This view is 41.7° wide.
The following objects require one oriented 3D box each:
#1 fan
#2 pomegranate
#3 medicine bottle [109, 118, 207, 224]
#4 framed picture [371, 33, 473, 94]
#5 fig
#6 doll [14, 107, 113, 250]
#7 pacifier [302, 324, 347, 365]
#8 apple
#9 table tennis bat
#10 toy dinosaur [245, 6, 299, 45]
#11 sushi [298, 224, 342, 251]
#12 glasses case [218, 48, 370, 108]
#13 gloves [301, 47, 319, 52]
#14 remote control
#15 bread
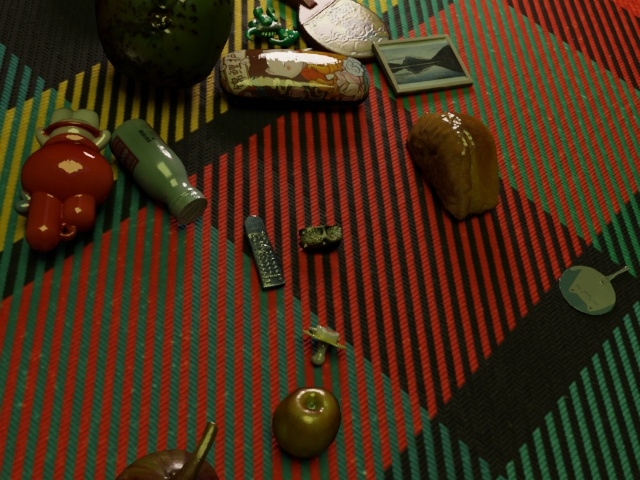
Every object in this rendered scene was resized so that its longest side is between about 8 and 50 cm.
[{"bbox_3d":[0.540,0.085,1.630,0.175,0.005,0.113,-24,62,-25],"label":"fan"},{"bbox_3d":[-0.315,-0.460,1.717,0.285,0.285,0.340,7,20,-7],"label":"pomegranate"},{"bbox_3d":[-0.297,-0.126,1.548,0.090,0.090,0.216,-30,65,-29],"label":"medicine bottle"},{"bbox_3d":[0.231,-0.400,1.902,0.203,0.015,0.150,-11,64,-23],"label":"framed picture"},{"bbox_3d":[-0.205,0.355,1.136,0.175,0.207,0.175,11,56,-17],"label":"fig"},{"bbox_3d":[-0.447,-0.108,1.479,0.161,0.130,0.290,3,59,-10],"label":"doll"},{"bbox_3d":[0.000,0.179,1.418,0.083,0.068,0.064,24,84,-20],"label":"pacifier"},{"bbox_3d":[-0.017,0.279,1.299,0.114,0.102,0.099,-28,63,-30],"label":"apple"},{"bbox_3d":[0.020,-0.510,1.945,0.310,0.038,0.200,36,54,11],"label":"table tennis bat"},{"bbox_3d":[-0.114,-0.467,1.870,0.132,0.059,0.096,-22,66,-35],"label":"toy dinosaur"},{"bbox_3d":[0.000,0.000,1.561,0.083,0.044,0.046,-6,77,-15],"label":"sushi"},{"bbox_3d":[-0.053,-0.340,1.768,0.321,0.082,0.122,0,56,-12],"label":"glasses case"},{"bbox_3d":[-0.029,-0.397,1.853,0.086,0.026,0.064,-18,61,-29],"label":"gloves"},{"bbox_3d":[-0.104,0.021,1.522,0.043,0.027,0.152,-6,57,-24],"label":"remote control"},{"bbox_3d":[0.275,-0.178,1.688,0.129,0.134,0.260,-11,57,-21],"label":"bread"}]
